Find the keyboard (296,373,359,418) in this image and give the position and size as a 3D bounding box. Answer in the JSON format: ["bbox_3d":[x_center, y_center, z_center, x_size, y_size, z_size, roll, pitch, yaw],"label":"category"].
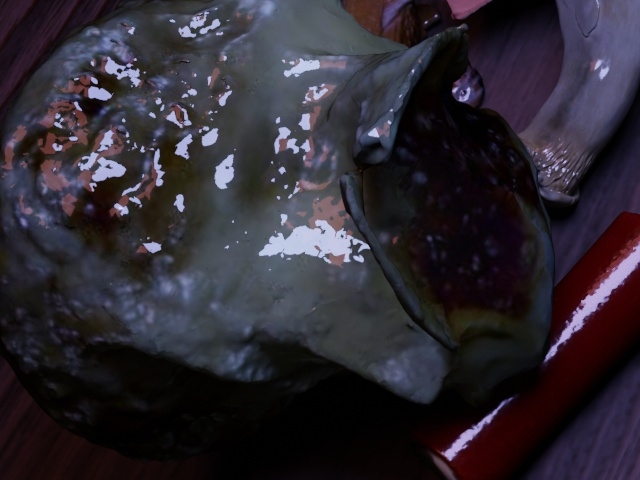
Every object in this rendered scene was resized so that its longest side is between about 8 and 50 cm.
[{"bbox_3d":[0.041,0.049,1.530,0.061,0.013,0.204,19,68,39],"label":"keyboard"}]

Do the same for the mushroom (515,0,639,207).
[{"bbox_3d":[0.208,-0.133,1.481,0.092,0.081,0.223,14,93,10],"label":"mushroom"}]

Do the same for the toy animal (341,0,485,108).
[{"bbox_3d":[0.066,-0.179,1.649,0.179,0.089,0.188,9,60,16],"label":"toy animal"}]

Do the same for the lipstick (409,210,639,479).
[{"bbox_3d":[0.170,0.085,1.383,0.241,0.080,0.080,-45,47,-8],"label":"lipstick"}]

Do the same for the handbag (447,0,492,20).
[{"bbox_3d":[0.198,-0.269,1.594,0.212,0.059,0.157,-24,17,25],"label":"handbag"}]

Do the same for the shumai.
[{"bbox_3d":[0.000,0.000,1.359,0.348,0.395,0.395,12,63,29],"label":"shumai"}]
